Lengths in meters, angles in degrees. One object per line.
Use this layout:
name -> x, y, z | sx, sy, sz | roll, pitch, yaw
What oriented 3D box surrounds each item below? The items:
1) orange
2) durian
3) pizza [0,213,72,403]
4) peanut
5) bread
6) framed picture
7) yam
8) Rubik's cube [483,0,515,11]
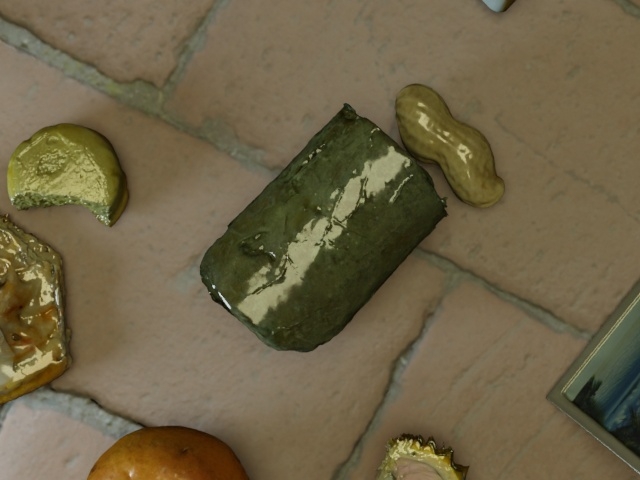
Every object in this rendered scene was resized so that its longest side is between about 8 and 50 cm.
orange -> -0.185, 0.338, 1.882 | 0.224, 0.170, 0.224 | 0, 91, 17
durian -> 0.105, 0.344, 1.914 | 0.140, 0.078, 0.224 | 29, 102, -8
pizza -> -0.427, 0.064, 1.958 | 0.189, 0.071, 0.297 | -13, 87, 5
peanut -> 0.163, -0.120, 1.917 | 0.187, 0.082, 0.082 | 43, 92, 3
bread -> -0.324, -0.091, 1.949 | 0.156, 0.086, 0.125 | 10, 83, 2
framed picture -> 0.448, 0.133, 1.844 | 0.315, 0.024, 0.232 | -51, 44, 0
yam -> 0.000, 0.000, 1.872 | 0.195, 0.195, 0.300 | 44, 91, 4
Rubik's cube -> 0.206, -0.412, 1.895 | 0.254, 0.254, 0.254 | 0, 89, 4
